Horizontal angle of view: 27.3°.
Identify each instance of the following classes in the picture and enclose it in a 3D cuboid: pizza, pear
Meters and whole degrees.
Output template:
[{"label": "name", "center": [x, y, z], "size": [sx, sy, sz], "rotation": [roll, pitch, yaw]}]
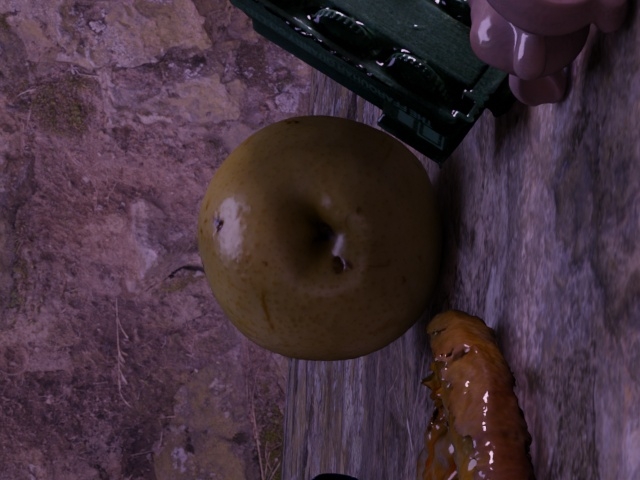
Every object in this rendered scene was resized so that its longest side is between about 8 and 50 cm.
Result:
[{"label": "pizza", "center": [0.126, 0.246, 1.182], "size": [0.435, 0.080, 0.392], "rotation": [123, 152, -73]}, {"label": "pear", "center": [0.000, 0.000, 1.592], "size": [0.309, 0.309, 0.309], "rotation": [-174, 90, -84]}]

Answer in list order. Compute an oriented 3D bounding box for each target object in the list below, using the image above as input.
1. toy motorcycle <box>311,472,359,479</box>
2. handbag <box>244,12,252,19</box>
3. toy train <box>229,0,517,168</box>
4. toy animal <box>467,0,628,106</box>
[{"label": "toy motorcycle", "center": [0.020, 0.434, 1.833], "size": [0.331, 0.125, 0.196], "rotation": [147, 128, -87]}, {"label": "handbag", "center": [0.044, -0.314, 1.483], "size": [0.283, 0.302, 0.149], "rotation": [94, 180, -55]}, {"label": "toy train", "center": [0.048, -0.206, 1.311], "size": [0.138, 0.330, 0.178], "rotation": [-53, -13, -16]}, {"label": "toy animal", "center": [0.163, -0.173, 1.053], "size": [0.212, 0.124, 0.124], "rotation": [101, 173, -70]}]
